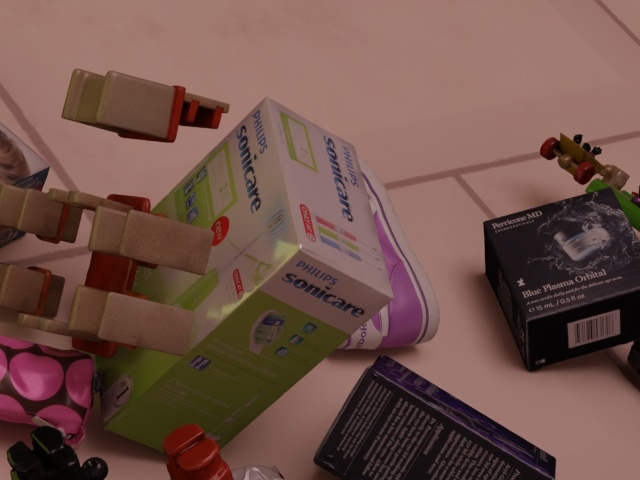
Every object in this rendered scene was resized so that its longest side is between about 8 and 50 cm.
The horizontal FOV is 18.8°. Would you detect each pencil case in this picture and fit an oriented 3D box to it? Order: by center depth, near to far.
[{"bbox_3d":[-0.309,0.129,1.757,0.209,0.095,0.098,12,50,-14],"label":"pencil case"}]

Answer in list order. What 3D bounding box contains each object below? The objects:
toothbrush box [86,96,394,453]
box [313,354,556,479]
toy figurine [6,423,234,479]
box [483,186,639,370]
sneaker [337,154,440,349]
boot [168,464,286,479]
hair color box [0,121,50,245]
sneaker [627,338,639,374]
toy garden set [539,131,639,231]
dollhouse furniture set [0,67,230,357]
[{"bbox_3d":[-0.083,0.042,1.810,0.122,0.283,0.206,29,33,-35],"label":"toothbrush box"},{"bbox_3d":[0.112,0.209,1.840,0.207,0.108,0.153,31,4,5],"label":"box"},{"bbox_3d":[-0.168,0.267,1.595,0.213,0.148,0.209,-3,44,12],"label":"toy figurine"},{"bbox_3d":[0.276,0.041,2.141,0.156,0.093,0.158,-15,47,-5],"label":"box"},{"bbox_3d":[0.000,0.000,2.074,0.161,0.102,0.282,-7,49,-32],"label":"sneaker"},{"bbox_3d":[-0.018,0.257,1.766,0.258,0.095,0.123,3,51,-26],"label":"boot"},{"bbox_3d":[-0.458,-0.117,1.940,0.347,0.105,0.174,40,40,16],"label":"hair color box"},{"bbox_3d":[0.413,0.152,2.145,0.146,0.102,0.293,11,36,-11],"label":"sneaker"},{"bbox_3d":[0.389,-0.051,2.315,0.204,0.049,0.244,41,13,34],"label":"toy garden set"},{"bbox_3d":[-0.184,-0.021,1.799,0.135,0.259,0.262,15,-3,-35],"label":"dollhouse furniture set"}]
